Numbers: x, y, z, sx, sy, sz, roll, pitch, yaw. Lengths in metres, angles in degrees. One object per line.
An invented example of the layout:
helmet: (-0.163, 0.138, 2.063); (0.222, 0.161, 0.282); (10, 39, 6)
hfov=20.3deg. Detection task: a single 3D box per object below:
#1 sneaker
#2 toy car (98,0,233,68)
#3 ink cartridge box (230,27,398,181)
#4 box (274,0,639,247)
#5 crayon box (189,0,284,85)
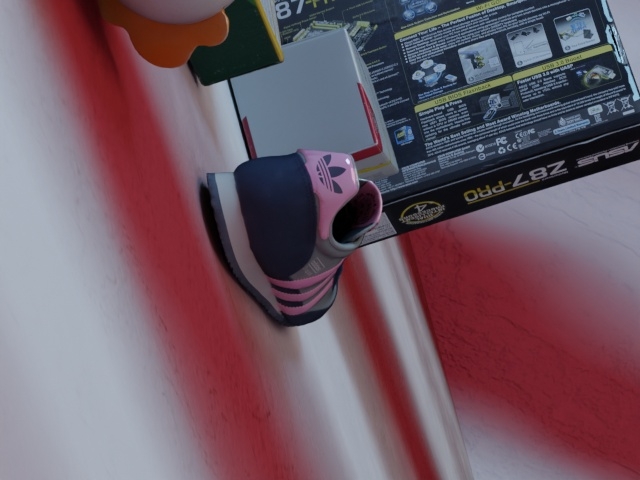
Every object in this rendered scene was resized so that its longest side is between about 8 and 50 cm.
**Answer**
sneaker: (0.000, 0.000, 1.565); (0.319, 0.131, 0.112); (45, 28, -75)
toy car: (-0.117, -0.240, 1.241); (0.219, 0.210, 0.238); (-26, 129, -70)
ink cartridge box: (-0.004, -0.122, 1.827); (0.176, 0.127, 0.128); (38, 35, -77)
box: (0.137, -0.185, 1.998); (0.097, 0.395, 0.318); (55, 19, -63)
crayon box: (-0.127, -0.321, 1.542); (0.203, 0.083, 0.323); (-99, 170, -47)
